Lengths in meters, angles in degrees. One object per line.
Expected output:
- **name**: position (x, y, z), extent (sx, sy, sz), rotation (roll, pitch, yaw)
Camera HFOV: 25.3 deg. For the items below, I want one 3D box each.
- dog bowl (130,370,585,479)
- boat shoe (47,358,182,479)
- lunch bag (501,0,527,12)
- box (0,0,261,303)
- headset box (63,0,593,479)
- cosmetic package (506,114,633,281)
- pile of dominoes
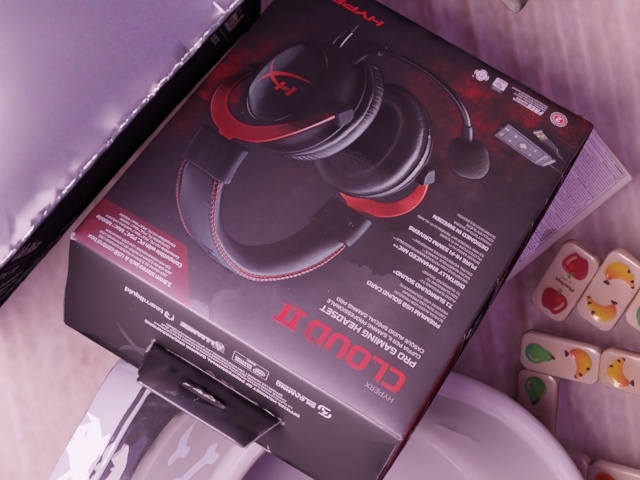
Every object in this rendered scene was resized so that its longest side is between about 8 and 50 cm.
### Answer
- **dog bowl**: position (0.038, 0.235, 0.921), extent (0.349, 0.102, 0.348), rotation (4, 80, -22)
- **boat shoe**: position (-0.155, 0.235, 0.979), extent (0.105, 0.113, 0.306), rotation (27, 85, 8)
- **lunch bag**: position (0.074, -0.324, 0.893), extent (0.287, 0.169, 0.235), rotation (39, 91, 22)
- **box**: position (-0.199, -0.083, 0.823), extent (0.179, 0.343, 0.312), rotation (43, 92, -6)
- **headset box**: position (0.000, 0.000, 0.866), extent (0.218, 0.110, 0.293), rotation (31, 58, 8)
- **cosmetic package**: position (0.153, -0.031, 1.000), extent (0.115, 0.041, 0.060), rotation (-38, 97, 2)
- **pile of dominoes**: position (0.240, 0.109, 0.934), extent (0.251, 0.040, 0.196), rotation (12, 116, 27)
